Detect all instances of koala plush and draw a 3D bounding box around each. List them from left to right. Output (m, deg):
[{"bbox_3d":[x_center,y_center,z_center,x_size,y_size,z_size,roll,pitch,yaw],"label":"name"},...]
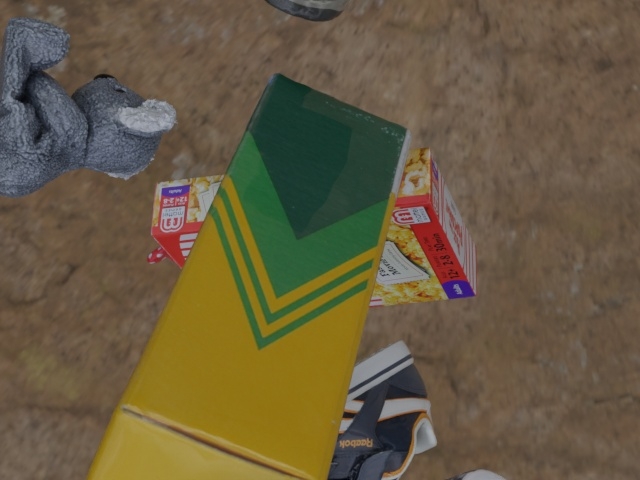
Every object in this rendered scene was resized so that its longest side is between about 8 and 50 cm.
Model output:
[{"bbox_3d":[-0.298,-0.139,1.730,0.221,0.196,0.203,7,66,-21],"label":"koala plush"}]

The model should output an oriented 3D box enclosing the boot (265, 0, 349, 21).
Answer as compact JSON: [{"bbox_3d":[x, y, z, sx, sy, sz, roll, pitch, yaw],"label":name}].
[{"bbox_3d":[0.025,-0.271,0.856,0.085,0.236,0.178,16,141,-7],"label":"boot"}]

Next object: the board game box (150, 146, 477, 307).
[{"bbox_3d":[0.000,0.000,0.970,0.193,0.045,0.147,-7,151,17],"label":"board game box"}]

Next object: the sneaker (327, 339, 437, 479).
[{"bbox_3d":[0.003,0.207,1.364,0.126,0.321,0.127,-33,83,47],"label":"sneaker"}]

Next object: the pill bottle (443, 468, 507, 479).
[{"bbox_3d":[0.043,0.268,1.027,0.245,0.130,0.130,-29,103,32],"label":"pill bottle"}]

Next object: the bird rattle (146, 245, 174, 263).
[{"bbox_3d":[-0.094,0.034,1.849,0.253,0.143,0.207,-9,141,40],"label":"bird rattle"}]

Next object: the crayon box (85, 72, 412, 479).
[{"bbox_3d":[-0.050,0.088,0.618,0.083,0.323,0.203,23,123,-4],"label":"crayon box"}]
